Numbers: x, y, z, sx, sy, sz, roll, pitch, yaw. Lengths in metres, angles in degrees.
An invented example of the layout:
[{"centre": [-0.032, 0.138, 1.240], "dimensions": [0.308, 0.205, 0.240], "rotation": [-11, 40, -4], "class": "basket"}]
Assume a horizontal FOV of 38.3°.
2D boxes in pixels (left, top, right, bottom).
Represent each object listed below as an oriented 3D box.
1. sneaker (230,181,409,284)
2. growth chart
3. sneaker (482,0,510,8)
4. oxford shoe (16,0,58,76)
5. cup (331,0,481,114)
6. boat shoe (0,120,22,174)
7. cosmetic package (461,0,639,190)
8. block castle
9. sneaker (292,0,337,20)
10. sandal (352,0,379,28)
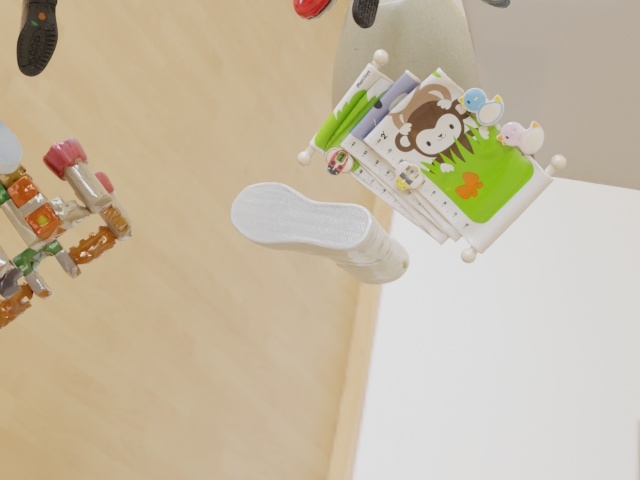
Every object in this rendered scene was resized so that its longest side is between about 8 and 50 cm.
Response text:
[{"centre": [0.000, 0.000, 1.444], "dimensions": [0.169, 0.292, 0.108], "rotation": [39, 74, -47], "class": "sneaker"}, {"centre": [0.116, -0.090, 0.954], "dimensions": [0.172, 0.237, 0.021], "rotation": [-57, 179, 19], "class": "growth chart"}, {"centre": [0.163, -0.299, 0.966], "dimensions": [0.122, 0.283, 0.110], "rotation": [90, 3, -48], "class": "sneaker"}, {"centre": [-0.623, -0.475, 2.031], "dimensions": [0.082, 0.096, 0.227], "rotation": [9, 101, -28], "class": "oxford shoe"}, {"centre": [0.160, -0.354, 1.754], "dimensions": [0.331, 0.331, 0.237], "rotation": [-52, 132, -54], "class": "cup"}, {"centre": [-0.660, -0.193, 1.686], "dimensions": [0.113, 0.306, 0.105], "rotation": [-6, 131, -60], "class": "boat shoe"}, {"centre": [0.460, -0.317, 1.320], "dimensions": [0.394, 0.327, 0.329], "rotation": [-45, 131, -30], "class": "cosmetic package"}, {"centre": [-0.648, -0.011, 1.964], "dimensions": [0.213, 0.453, 0.303], "rotation": [51, -7, 14], "class": "block castle"}, {"centre": [0.001, -0.569, 1.801], "dimensions": [0.118, 0.107, 0.279], "rotation": [-8, 129, -55], "class": "sneaker"}, {"centre": [0.077, -0.431, 1.504], "dimensions": [0.067, 0.040, 0.179], "rotation": [27, 74, -43], "class": "sandal"}]
